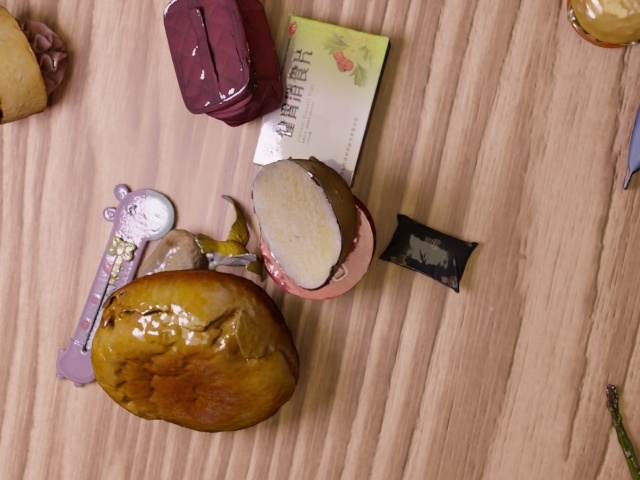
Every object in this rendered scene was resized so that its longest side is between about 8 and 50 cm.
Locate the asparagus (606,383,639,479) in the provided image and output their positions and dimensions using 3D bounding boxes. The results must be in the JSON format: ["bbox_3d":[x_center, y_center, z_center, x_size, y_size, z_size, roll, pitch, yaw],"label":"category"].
[{"bbox_3d":[0.526,0.360,1.246,0.025,0.024,0.248,-19,91,2],"label":"asparagus"}]

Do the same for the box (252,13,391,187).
[{"bbox_3d":[0.002,-0.234,1.245,0.175,0.062,0.260,15,98,6],"label":"box"}]

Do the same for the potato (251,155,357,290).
[{"bbox_3d":[-0.002,-0.040,1.114,0.182,0.117,0.202,-24,92,48],"label":"potato"}]

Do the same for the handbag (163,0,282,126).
[{"bbox_3d":[-0.158,-0.303,1.194,0.146,0.135,0.225,-17,80,27],"label":"handbag"}]

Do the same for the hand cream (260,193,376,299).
[{"bbox_3d":[0.000,0.000,1.234,0.193,0.125,0.193,1,94,8],"label":"hand cream"}]

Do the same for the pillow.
[{"bbox_3d":[0.184,0.018,1.250,0.150,0.048,0.090,24,100,7],"label":"pillow"}]

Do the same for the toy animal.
[{"bbox_3d":[-0.153,0.028,1.261,0.095,0.219,0.155,-18,135,-6],"label":"toy animal"}]

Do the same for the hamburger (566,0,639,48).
[{"bbox_3d":[0.464,-0.379,1.144,0.162,0.115,0.162,0,93,6],"label":"hamburger"}]

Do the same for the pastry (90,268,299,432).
[{"bbox_3d":[-0.203,0.191,1.203,0.356,0.164,0.356,-1,131,-1],"label":"pastry"}]

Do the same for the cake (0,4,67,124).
[{"bbox_3d":[-0.523,-0.316,1.254,0.178,0.207,0.185,-39,47,-23],"label":"cake"}]

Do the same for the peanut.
[{"bbox_3d":[-0.284,0.081,1.292,0.085,0.104,0.228,38,103,30],"label":"peanut"}]

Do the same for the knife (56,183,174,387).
[{"bbox_3d":[-0.384,0.089,1.337,0.132,0.038,0.398,23,98,8],"label":"knife"}]

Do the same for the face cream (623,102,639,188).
[{"bbox_3d":[0.547,-0.258,1.122,0.086,0.135,0.385,24,102,20],"label":"face cream"}]
